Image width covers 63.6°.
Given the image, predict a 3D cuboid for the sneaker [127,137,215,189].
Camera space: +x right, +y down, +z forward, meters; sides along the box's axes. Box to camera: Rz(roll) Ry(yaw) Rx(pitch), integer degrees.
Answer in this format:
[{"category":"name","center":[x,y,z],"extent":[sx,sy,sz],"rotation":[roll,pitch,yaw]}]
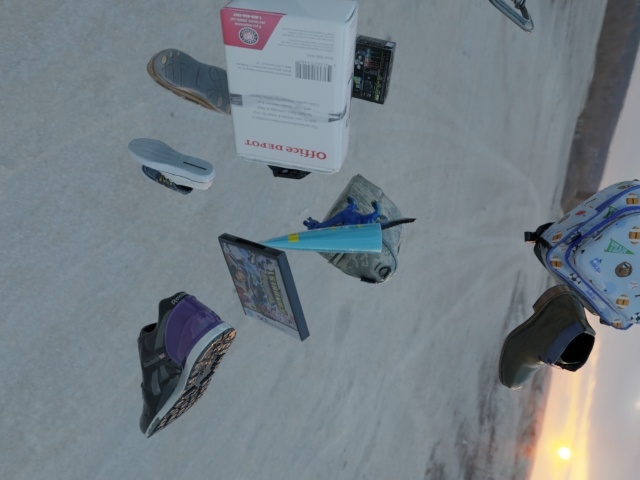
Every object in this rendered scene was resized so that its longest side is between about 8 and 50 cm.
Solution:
[{"category":"sneaker","center":[-0.431,-0.209,1.485],"extent":[0.091,0.258,0.094],"rotation":[113,1,-52]}]

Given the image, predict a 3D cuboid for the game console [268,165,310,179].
[{"category":"game console","center":[-0.045,-0.176,0.987],"extent":[0.122,0.107,0.071],"rotation":[-40,127,-36]}]

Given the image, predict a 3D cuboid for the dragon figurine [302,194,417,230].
[{"category":"dragon figurine","center":[0.098,-0.027,1.299],"extent":[0.143,0.290,0.085],"rotation":[-61,148,-20]}]

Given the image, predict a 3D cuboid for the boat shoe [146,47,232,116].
[{"category":"boat shoe","center":[-0.343,-0.444,1.476],"extent":[0.325,0.117,0.122],"rotation":[23,79,-45]}]

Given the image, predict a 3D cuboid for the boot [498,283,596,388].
[{"category":"boot","center":[0.363,0.186,0.846],"extent":[0.106,0.082,0.219],"rotation":[-89,-165,-62]}]

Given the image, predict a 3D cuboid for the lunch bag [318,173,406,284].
[{"category":"lunch bag","center":[0.136,-0.024,1.579],"extent":[0.212,0.256,0.305],"rotation":[-55,-178,29]}]

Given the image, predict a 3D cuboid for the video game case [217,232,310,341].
[{"category":"video game case","center":[-0.155,0.124,1.394],"extent":[0.035,0.248,0.274],"rotation":[-37,126,-34]}]

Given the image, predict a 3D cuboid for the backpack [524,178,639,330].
[{"category":"backpack","center":[0.600,0.015,1.012],"extent":[0.263,0.276,0.213],"rotation":[-46,-173,7]}]

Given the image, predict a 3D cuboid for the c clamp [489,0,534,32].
[{"category":"c clamp","center":[0.320,-0.436,0.907],"extent":[0.161,0.022,0.137],"rotation":[28,48,-24]}]

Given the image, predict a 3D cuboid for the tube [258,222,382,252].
[{"category":"tube","center":[0.000,0.000,0.888],"extent":[0.080,0.207,0.052],"rotation":[104,-17,-87]}]

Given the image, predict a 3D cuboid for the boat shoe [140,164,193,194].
[{"category":"boat shoe","center":[-0.508,-0.211,1.722],"extent":[0.184,0.083,0.065],"rotation":[27,82,-21]}]

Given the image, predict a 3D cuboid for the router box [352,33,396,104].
[{"category":"router box","center":[0.095,-0.340,1.030],"extent":[0.122,0.092,0.038],"rotation":[94,17,-46]}]

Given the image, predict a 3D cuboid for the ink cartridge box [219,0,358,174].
[{"category":"ink cartridge box","center":[-0.037,-0.210,0.704],"extent":[0.092,0.159,0.217],"rotation":[-69,167,-46]}]

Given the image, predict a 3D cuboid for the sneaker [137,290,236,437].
[{"category":"sneaker","center":[-0.241,0.195,0.834],"extent":[0.283,0.124,0.107],"rotation":[-57,164,28]}]
